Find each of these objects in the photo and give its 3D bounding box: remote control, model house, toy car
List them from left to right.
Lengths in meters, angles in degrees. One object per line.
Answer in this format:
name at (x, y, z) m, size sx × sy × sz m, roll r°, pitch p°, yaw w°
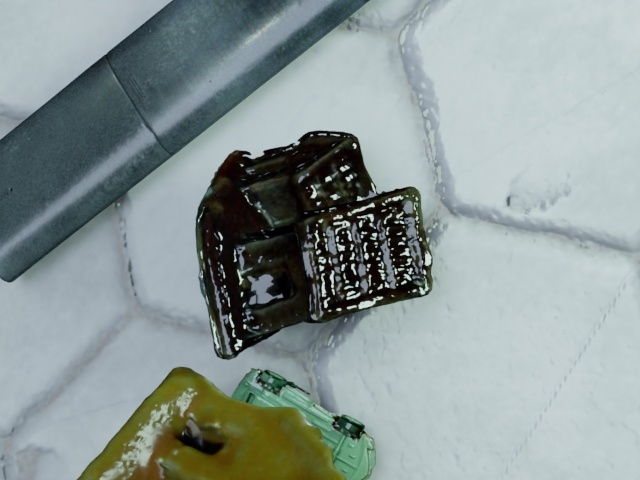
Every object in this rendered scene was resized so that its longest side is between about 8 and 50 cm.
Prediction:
remote control at (-0.123, -0.118, 1.321) m, size 0.377 × 0.044 × 0.107 m, roll -38°, pitch 61°, yaw 10°
model house at (-0.059, 0.243, 1.134) m, size 0.239 × 0.173 × 0.268 m, roll 17°, pitch 96°, yaw 26°
toy car at (-0.013, 0.138, 1.223) m, size 0.122 × 0.035 × 0.059 m, roll 28°, pitch 92°, yaw 19°
model house at (-0.001, -0.007, 1.211) m, size 0.152 × 0.106 × 0.165 m, roll -15°, pitch 77°, yaw 20°
